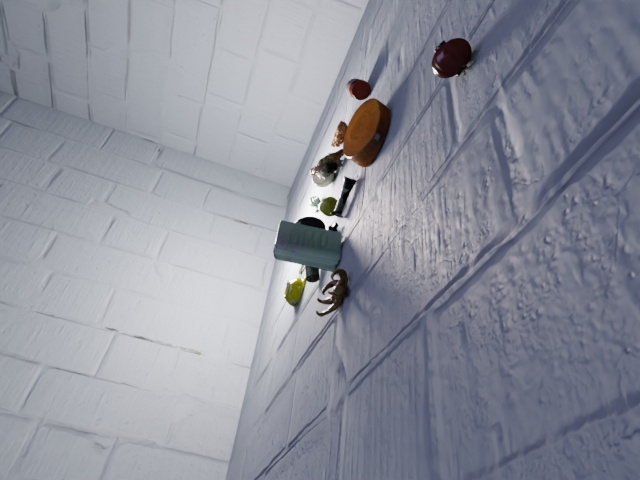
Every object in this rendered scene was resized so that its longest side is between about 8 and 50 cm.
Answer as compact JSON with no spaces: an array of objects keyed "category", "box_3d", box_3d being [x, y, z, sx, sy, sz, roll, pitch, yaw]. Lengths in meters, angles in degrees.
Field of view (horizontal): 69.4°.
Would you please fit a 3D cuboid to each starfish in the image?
[{"category":"starfish","box_3d":[0.037,0.187,1.565,0.189,0.074,0.146,121,165,-51]}]

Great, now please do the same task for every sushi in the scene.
[{"category":"sushi","box_3d":[0.039,-0.381,2.336,0.226,0.103,0.097,-36,-4,27]}]

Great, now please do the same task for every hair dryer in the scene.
[{"category":"hair dryer","box_3d":[0.012,-0.006,2.076,0.284,0.156,0.320,-45,35,24]}]

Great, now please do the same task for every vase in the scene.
[{"category":"vase","box_3d":[0.096,-0.178,1.909,0.059,0.059,0.166,-114,43,-75]}]

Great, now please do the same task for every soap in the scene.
[{"category":"soap","box_3d":[-0.048,0.020,1.800,0.094,0.262,0.150,107,174,-59]}]

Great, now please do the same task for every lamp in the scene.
[{"category":"lamp","box_3d":[0.316,-0.440,1.115,0.101,0.090,0.101,-38,-1,-1]}]

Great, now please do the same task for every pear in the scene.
[{"category":"pear","box_3d":[0.038,-0.155,2.088,0.092,0.097,0.092,5,-90,-70]}]

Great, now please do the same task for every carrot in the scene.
[{"category":"carrot","box_3d":[0.185,-0.414,1.787,0.307,0.100,0.258,-123,53,-67]}]

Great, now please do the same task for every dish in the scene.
[{"category":"dish","box_3d":[-0.140,0.255,2.367,0.148,0.080,0.207,-89,18,-56]}]

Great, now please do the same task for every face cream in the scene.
[{"category":"face cream","box_3d":[0.185,-0.748,2.283,0.214,0.096,0.095,-101,30,-69]}]

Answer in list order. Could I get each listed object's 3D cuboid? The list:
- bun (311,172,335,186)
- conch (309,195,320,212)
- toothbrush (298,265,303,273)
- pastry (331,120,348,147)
[{"category":"bun","box_3d":[0.027,-0.339,2.463,0.138,0.094,0.138,-23,54,35]},{"category":"conch","box_3d":[-0.025,-0.209,2.619,0.065,0.088,0.180,-30,-9,-15]},{"category":"toothbrush","box_3d":[-0.069,0.093,2.426,0.303,0.030,0.030,116,167,-50]},{"category":"pastry","box_3d":[0.106,-0.571,2.517,0.169,0.063,0.087,113,178,-51]}]
